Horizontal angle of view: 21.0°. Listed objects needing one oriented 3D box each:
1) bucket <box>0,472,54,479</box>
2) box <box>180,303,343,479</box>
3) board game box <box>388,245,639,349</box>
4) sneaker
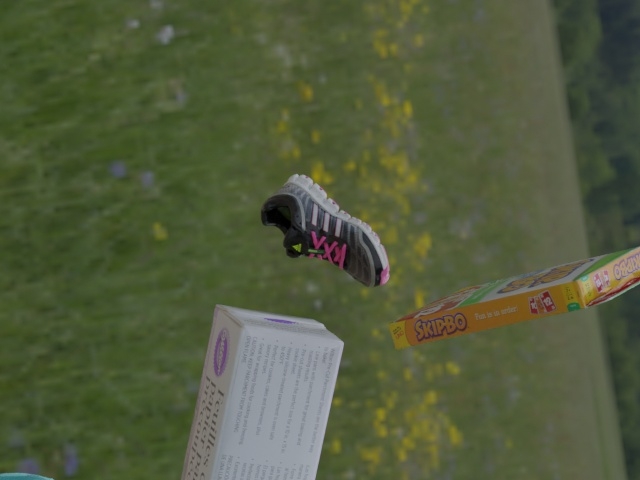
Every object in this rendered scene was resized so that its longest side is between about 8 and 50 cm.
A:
[{"bbox_3d":[-0.149,0.250,0.712,0.183,0.281,0.281,-41,-132,54],"label":"bucket"},{"bbox_3d":[-0.056,0.202,1.010,0.063,0.067,0.324,-150,-110,-69],"label":"box"},{"bbox_3d":[0.200,0.055,1.670,0.124,0.259,0.039,-22,97,-47],"label":"board game box"},{"bbox_3d":[0.000,0.000,1.823,0.170,0.075,0.063,43,-36,27],"label":"sneaker"}]
